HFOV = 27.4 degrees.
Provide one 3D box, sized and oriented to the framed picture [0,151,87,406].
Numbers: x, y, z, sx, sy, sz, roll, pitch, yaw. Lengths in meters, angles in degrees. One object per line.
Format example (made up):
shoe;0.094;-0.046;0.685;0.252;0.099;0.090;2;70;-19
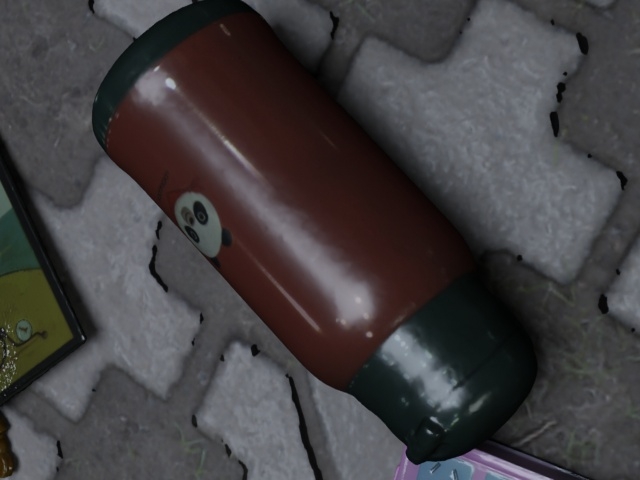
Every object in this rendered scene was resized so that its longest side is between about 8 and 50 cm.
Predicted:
framed picture;-0.343;0.003;1.115;0.244;0.013;0.324;-35;74;25

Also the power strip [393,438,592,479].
power strip;0.164;0.209;0.850;0.279;0.037;0.109;19;101;26

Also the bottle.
bottle;0.000;0.000;0.868;0.336;0.144;0.144;49;113;15

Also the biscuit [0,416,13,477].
biscuit;-0.296;0.179;1.107;0.092;0.016;0.082;-46;73;23
